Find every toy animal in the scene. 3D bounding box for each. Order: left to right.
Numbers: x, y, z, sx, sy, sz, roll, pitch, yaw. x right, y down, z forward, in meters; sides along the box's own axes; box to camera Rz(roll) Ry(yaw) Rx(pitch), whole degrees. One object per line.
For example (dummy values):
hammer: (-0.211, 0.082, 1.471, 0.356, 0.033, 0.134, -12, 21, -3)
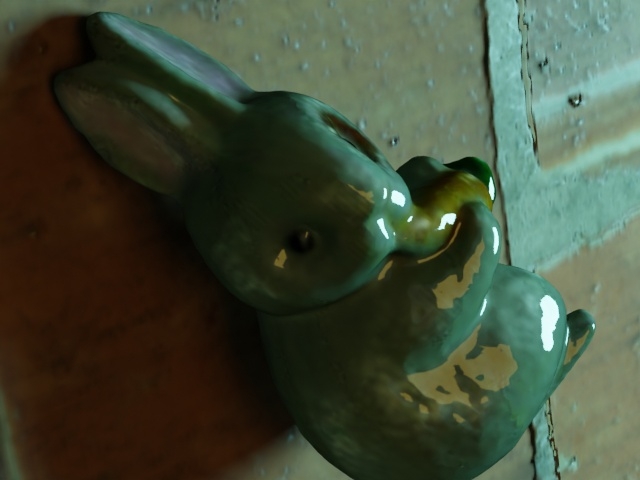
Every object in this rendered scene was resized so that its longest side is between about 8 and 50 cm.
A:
toy animal: (0.000, 0.002, 0.693, 0.251, 0.125, 0.127, 40, 42, -33)
